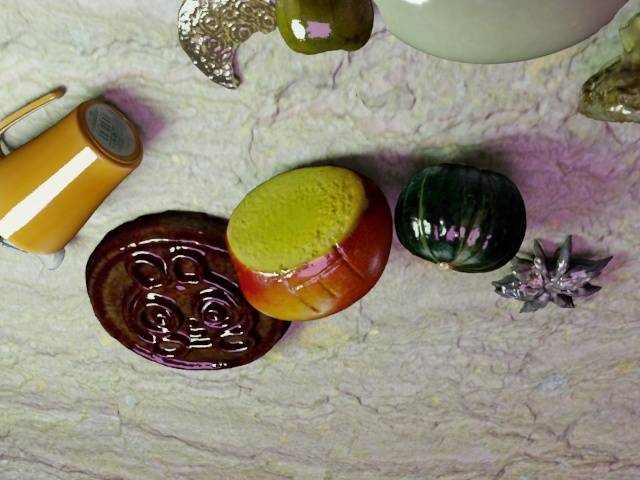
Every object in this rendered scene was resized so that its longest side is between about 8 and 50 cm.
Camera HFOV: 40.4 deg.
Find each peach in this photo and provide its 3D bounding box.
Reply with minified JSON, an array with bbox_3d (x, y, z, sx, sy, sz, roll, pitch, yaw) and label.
[{"bbox_3d":[0.000,0.000,1.422,0.275,0.248,0.245,-22,163,27],"label":"peach"}]

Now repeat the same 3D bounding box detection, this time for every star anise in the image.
[{"bbox_3d":[0.408,0.075,1.540,0.204,0.061,0.180,0,134,9],"label":"star anise"}]

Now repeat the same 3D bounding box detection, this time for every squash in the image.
[{"bbox_3d":[0.219,-0.036,1.373,0.218,0.218,0.172,18,96,-9],"label":"squash"}]

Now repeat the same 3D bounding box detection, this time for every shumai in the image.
[{"bbox_3d":[0.443,-0.231,1.180,0.161,0.209,0.153,12,104,17],"label":"shumai"}]

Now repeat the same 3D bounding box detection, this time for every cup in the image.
[{"bbox_3d":[-0.435,-0.125,1.428,0.264,0.182,0.226,-34,90,27],"label":"cup"}]

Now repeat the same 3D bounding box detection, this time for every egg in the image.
[{"bbox_3d":[0.231,-0.346,1.002,0.336,0.278,0.278,-1,134,11],"label":"egg"}]

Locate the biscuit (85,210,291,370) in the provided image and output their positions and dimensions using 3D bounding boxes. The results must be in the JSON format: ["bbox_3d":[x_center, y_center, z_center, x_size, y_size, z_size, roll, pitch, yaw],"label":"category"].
[{"bbox_3d":[-0.252,0.114,1.669,0.407,0.091,0.407,5,134,5],"label":"biscuit"}]

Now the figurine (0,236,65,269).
[{"bbox_3d":[-0.564,-0.027,1.514,0.133,0.194,0.274,-38,118,18],"label":"figurine"}]

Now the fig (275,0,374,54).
[{"bbox_3d":[0.002,-0.343,1.181,0.133,0.185,0.126,-7,174,11],"label":"fig"}]

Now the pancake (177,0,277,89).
[{"bbox_3d":[-0.120,-0.308,1.276,0.190,0.020,0.184,-11,131,21],"label":"pancake"}]
